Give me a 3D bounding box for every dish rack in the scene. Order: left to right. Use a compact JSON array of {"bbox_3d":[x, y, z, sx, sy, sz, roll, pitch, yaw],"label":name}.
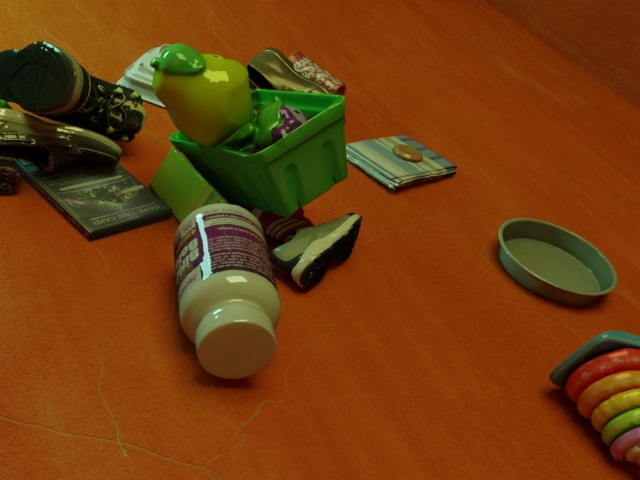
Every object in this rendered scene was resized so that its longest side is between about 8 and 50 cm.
[{"bbox_3d":[-0.333,-0.416,2.148,0.332,0.072,0.286,19,32,1],"label":"dish rack"}]

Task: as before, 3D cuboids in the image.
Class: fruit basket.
[{"bbox_3d":[-0.157,-0.250,1.624,0.283,0.392,0.392,-35,57,-25],"label":"fruit basket"}]

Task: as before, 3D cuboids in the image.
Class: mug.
[{"bbox_3d":[-0.010,-0.450,2.338,0.169,0.113,0.150,34,36,16],"label":"mug"}]

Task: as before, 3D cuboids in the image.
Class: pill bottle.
[{"bbox_3d":[-0.158,0.083,1.388,0.169,0.169,0.302,7,33,-19],"label":"pill bottle"}]

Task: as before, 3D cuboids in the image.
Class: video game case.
[{"bbox_3d":[-0.457,-0.105,1.650,0.274,0.026,0.196,39,37,27],"label":"video game case"}]

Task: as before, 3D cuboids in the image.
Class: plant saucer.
[{"bbox_3d":[0.231,-0.232,2.164,0.083,0.013,0.083,14,29,-8],"label":"plant saucer"}]

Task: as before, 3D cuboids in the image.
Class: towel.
[{"bbox_3d":[-0.262,-0.087,1.663,0.237,0.102,0.021,45,14,35],"label":"towel"},{"bbox_3d":[0.207,-0.209,2.160,0.209,0.034,0.285,38,34,30],"label":"towel"}]

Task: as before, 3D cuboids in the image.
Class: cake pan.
[{"bbox_3d":[0.545,0.051,1.925,0.293,0.054,0.293,14,32,-9],"label":"cake pan"}]

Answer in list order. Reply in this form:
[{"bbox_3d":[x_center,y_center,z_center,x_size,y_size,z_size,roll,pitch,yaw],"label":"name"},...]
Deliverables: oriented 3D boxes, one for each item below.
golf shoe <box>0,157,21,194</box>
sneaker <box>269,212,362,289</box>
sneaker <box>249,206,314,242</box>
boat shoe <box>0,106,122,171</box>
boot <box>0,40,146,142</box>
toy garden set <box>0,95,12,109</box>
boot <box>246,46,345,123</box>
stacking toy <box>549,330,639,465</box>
[{"bbox_3d":[-0.663,-0.135,1.549,0.186,0.068,0.086,11,25,-32],"label":"golf shoe"},{"bbox_3d":[0.000,0.000,1.671,0.108,0.100,0.271,27,32,21],"label":"sneaker"},{"bbox_3d":[-0.059,-0.063,1.767,0.128,0.087,0.221,33,46,6],"label":"sneaker"},{"bbox_3d":[-0.529,-0.178,1.613,0.285,0.102,0.092,15,66,-39],"label":"boat shoe"},{"bbox_3d":[-0.485,-0.291,1.684,0.284,0.138,0.377,15,-3,-43],"label":"boot"},{"bbox_3d":[-0.707,-0.263,1.619,0.203,0.049,0.244,17,-11,0],"label":"toy garden set"},{"bbox_3d":[-0.071,-0.384,2.192,0.305,0.112,0.115,40,44,8],"label":"boot"},{"bbox_3d":[0.550,0.325,1.447,0.175,0.166,0.302,13,42,-32],"label":"stacking toy"}]
